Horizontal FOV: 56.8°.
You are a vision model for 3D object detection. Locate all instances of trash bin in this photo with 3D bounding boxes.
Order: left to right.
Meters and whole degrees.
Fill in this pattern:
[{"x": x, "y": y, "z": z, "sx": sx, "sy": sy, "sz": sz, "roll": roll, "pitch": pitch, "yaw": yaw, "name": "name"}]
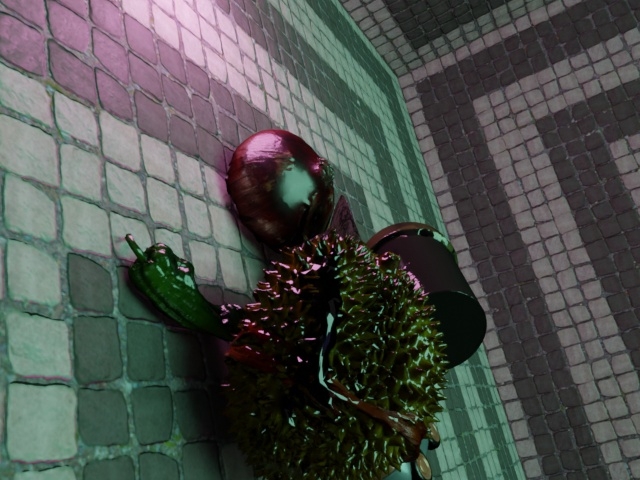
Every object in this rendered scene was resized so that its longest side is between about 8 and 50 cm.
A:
[{"x": 0.191, "y": 0.090, "z": 1.186, "sx": 0.214, "sy": 0.214, "sz": 0.334, "roll": 56, "pitch": 5, "yaw": -27, "name": "trash bin"}]

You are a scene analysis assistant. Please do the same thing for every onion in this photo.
[{"x": -0.049, "y": -0.102, "z": 1.200, "sx": 0.272, "sy": 0.195, "sz": 0.272, "roll": 18, "pitch": 67, "yaw": -50, "name": "onion"}]

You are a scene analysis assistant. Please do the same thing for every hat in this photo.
[{"x": 0.017, "y": 0.053, "z": 1.128, "sx": 0.265, "sy": 0.128, "sz": 0.266, "roll": 169, "pitch": -90, "yaw": -82, "name": "hat"}]

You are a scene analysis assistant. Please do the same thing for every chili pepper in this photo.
[{"x": -0.193, "y": 0.083, "z": 0.879, "sx": 0.257, "sy": 0.074, "sz": 0.100, "roll": 53, "pitch": 23, "yaw": -43, "name": "chili pepper"}]

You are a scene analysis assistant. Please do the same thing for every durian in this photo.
[{"x": 0.019, "y": 0.186, "z": 0.888, "sx": 0.347, "sy": 0.385, "sz": 0.347, "roll": 32, "pitch": -5, "yaw": 3, "name": "durian"}]

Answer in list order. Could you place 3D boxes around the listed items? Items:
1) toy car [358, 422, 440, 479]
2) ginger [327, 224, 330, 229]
[{"x": 0.098, "y": 0.373, "z": 1.156, "sx": 0.213, "sy": 0.180, "sz": 0.270, "roll": 57, "pitch": 23, "yaw": -1, "name": "toy car"}, {"x": 0.000, "y": 0.000, "z": 1.356, "sx": 0.080, "sy": 0.104, "sz": 0.204, "roll": 30, "pitch": 25, "yaw": -35, "name": "ginger"}]
